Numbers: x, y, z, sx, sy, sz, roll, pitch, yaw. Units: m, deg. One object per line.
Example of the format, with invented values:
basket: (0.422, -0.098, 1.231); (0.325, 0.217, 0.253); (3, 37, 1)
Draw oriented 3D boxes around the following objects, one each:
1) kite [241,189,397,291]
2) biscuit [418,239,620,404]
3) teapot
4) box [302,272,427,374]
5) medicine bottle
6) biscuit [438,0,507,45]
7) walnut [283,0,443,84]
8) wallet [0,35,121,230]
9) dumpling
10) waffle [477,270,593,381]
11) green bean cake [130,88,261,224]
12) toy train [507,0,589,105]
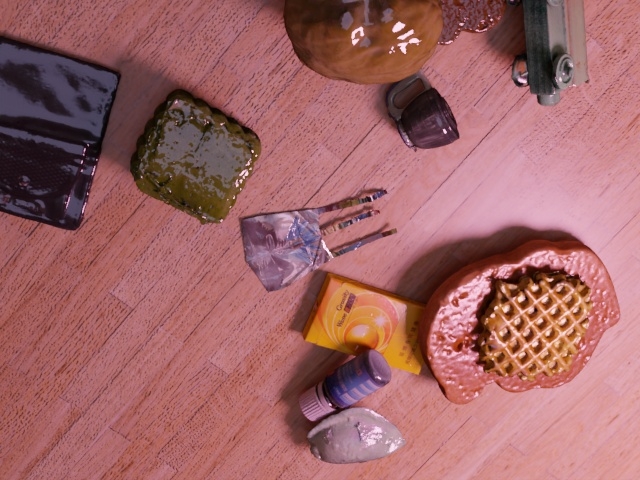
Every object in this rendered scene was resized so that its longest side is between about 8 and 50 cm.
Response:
kite: (0.000, -0.001, 1.769); (0.310, 0.015, 0.169); (-14, 112, -1)
biscuit: (0.424, 0.166, 1.847); (0.456, 0.078, 0.349); (-6, 118, -14)
teapot: (0.189, -0.235, 1.660); (0.108, 0.111, 0.149); (-27, 118, 17)
box: (0.113, 0.177, 1.836); (0.269, 0.043, 0.152); (17, 105, -16)
medicine bottle: (0.049, 0.307, 1.832); (0.203, 0.083, 0.083); (-36, 112, 25)
biscuit: (0.275, -0.495, 1.608); (0.184, 0.047, 0.319); (19, 106, -17)
walnut: (0.070, -0.413, 1.492); (0.277, 0.282, 0.253); (-7, 135, -5)
wallet: (-0.526, -0.191, 1.605); (0.247, 0.041, 0.322); (15, 105, -15)
dumpling: (0.078, 0.419, 1.867); (0.217, 0.149, 0.104); (-2, 70, -2)
waffle: (0.441, 0.178, 1.797); (0.245, 0.052, 0.254); (3, 112, -17)
green bean cake: (-0.230, -0.154, 1.622); (0.214, 0.113, 0.200); (26, 105, -16)
toy train: (0.434, -0.401, 1.627); (0.177, 0.116, 0.285); (-29, 117, -38)
